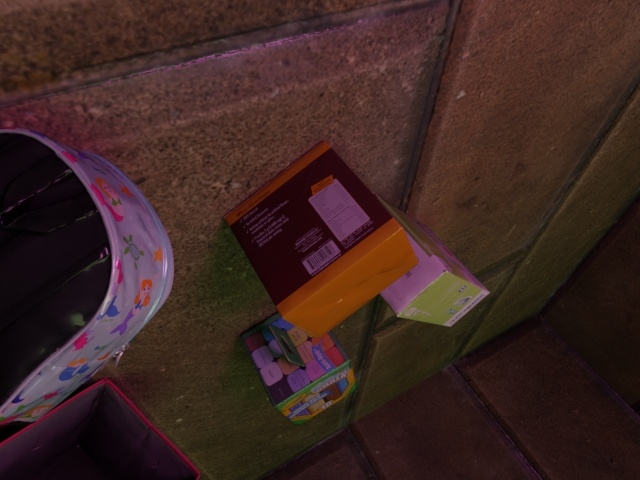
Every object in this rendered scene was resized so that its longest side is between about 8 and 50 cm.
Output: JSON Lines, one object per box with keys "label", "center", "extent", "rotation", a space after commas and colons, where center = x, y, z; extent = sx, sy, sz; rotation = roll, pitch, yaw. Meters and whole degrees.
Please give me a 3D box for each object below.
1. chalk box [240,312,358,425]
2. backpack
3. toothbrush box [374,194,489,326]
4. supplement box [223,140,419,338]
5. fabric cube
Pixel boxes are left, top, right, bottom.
{"label": "chalk box", "center": [-0.045, 0.259, 0.942], "extent": [0.179, 0.180, 0.288], "rotation": [-29, 148, -10]}
{"label": "backpack", "center": [-0.271, 0.033, 0.407], "extent": [0.253, 0.225, 0.191], "rotation": [-44, 169, 9]}
{"label": "toothbrush box", "center": [0.193, 0.051, 0.867], "extent": [0.122, 0.206, 0.283], "rotation": [-46, 146, 15]}
{"label": "supplement box", "center": [0.000, 0.000, 0.633], "extent": [0.191, 0.194, 0.129], "rotation": [-37, 148, 3]}
{"label": "fabric cube", "center": [-0.411, 0.451, 0.714], "extent": [0.258, 0.259, 0.254], "rotation": [-56, 168, 29]}
